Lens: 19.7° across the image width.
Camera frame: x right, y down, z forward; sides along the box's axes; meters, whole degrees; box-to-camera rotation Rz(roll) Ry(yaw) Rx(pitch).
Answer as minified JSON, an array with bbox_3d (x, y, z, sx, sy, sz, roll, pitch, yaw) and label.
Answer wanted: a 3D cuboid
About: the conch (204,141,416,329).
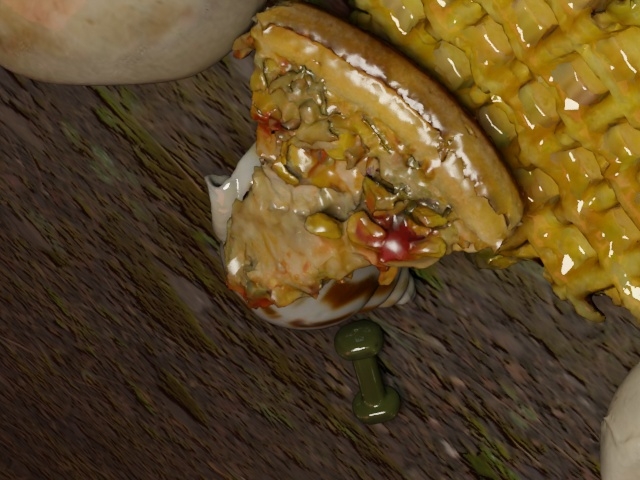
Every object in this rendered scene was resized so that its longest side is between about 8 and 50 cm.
[{"bbox_3d":[0.000,0.000,1.677,0.183,0.275,0.149,-39,70,16],"label":"conch"}]

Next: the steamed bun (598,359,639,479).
[{"bbox_3d":[0.367,0.156,1.450,0.283,0.177,0.283,16,149,10],"label":"steamed bun"}]

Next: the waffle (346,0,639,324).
[{"bbox_3d":[0.173,-0.108,1.442,0.382,0.095,0.379,27,144,27],"label":"waffle"}]

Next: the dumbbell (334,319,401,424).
[{"bbox_3d":[0.048,0.135,1.884,0.046,0.052,0.118,-105,0,-50],"label":"dumbbell"}]

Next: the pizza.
[{"bbox_3d":[-0.005,-0.067,1.479,0.288,0.074,0.251,-22,103,31],"label":"pizza"}]

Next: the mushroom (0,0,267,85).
[{"bbox_3d":[-0.168,-0.264,1.515,0.297,0.297,0.290,42,-176,1],"label":"mushroom"}]
